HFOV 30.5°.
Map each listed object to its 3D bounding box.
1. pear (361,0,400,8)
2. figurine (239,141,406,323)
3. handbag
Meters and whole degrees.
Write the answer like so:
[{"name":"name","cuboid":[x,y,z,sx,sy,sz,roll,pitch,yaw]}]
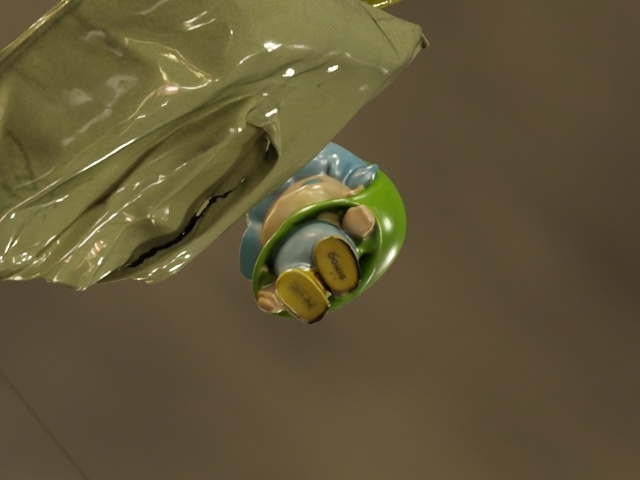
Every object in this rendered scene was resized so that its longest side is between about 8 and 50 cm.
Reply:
[{"name":"pear","cuboid":[0.047,-0.364,1.424,0.198,0.198,0.198,33,-35,27]},{"name":"figurine","cuboid":[0.000,0.000,1.058,0.143,0.162,0.263,40,13,-11]},{"name":"handbag","cuboid":[-0.083,-0.074,0.668,0.109,0.253,0.316,52,15,15]}]
